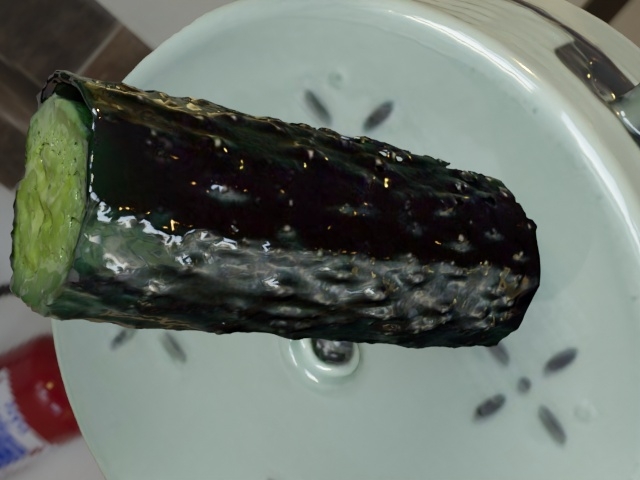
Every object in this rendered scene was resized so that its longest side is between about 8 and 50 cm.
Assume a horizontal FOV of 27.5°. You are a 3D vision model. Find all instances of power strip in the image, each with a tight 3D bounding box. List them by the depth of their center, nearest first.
[{"bbox_3d":[0.045,0.028,0.668,0.357,0.357,0.161,42,30,13],"label":"power strip"}]

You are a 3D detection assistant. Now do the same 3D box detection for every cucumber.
[{"bbox_3d":[0.002,-0.001,0.455,0.211,0.078,0.062,9,0,-36],"label":"cucumber"}]
